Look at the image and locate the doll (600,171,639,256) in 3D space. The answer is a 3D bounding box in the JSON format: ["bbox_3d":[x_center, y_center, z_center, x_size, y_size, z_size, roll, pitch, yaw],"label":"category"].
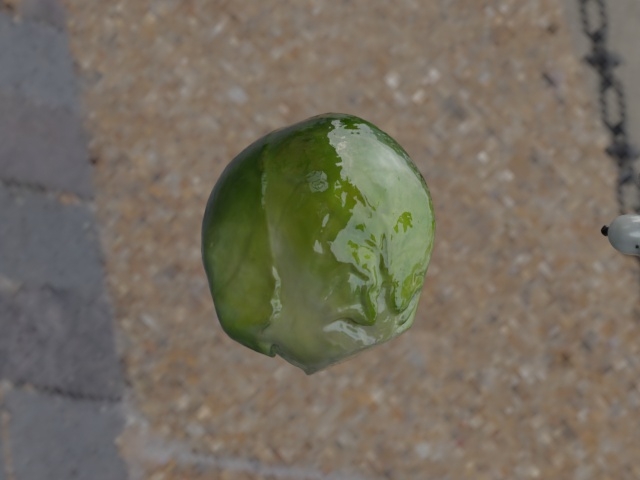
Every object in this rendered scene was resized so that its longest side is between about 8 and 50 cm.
[{"bbox_3d":[0.221,-0.020,1.234,0.058,0.085,0.040,30,1,24],"label":"doll"}]

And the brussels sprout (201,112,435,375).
[{"bbox_3d":[0.003,-0.001,1.131,0.155,0.155,0.117,57,26,14],"label":"brussels sprout"}]
